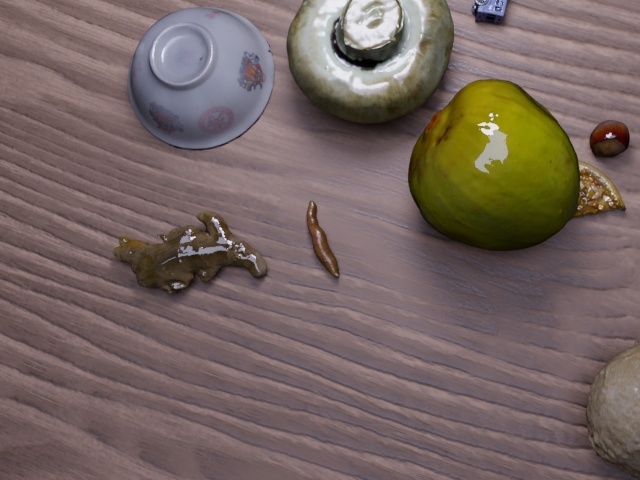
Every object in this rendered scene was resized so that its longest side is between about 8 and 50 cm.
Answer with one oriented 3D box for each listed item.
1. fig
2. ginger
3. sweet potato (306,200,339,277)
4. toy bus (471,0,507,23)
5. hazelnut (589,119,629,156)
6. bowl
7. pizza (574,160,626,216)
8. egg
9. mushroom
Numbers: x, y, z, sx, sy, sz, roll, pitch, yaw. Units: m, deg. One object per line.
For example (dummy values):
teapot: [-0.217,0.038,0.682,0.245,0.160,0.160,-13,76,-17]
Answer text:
fig: [0.349,-0.131,1.587,0.343,0.343,0.343,-1,82,7]
ginger: [-0.291,0.027,1.767,0.333,0.080,0.166,-10,93,9]
sweet potato: [0.000,0.000,1.752,0.044,0.044,0.179,-23,80,4]
toy bus: [0.379,-0.561,1.767,0.076,0.073,0.167,13,87,6]
hazelnut: [0.599,-0.212,1.689,0.086,0.086,0.086,-1,82,7]
bowl: [-0.284,-0.384,1.786,0.345,0.157,0.345,-1,81,8]
pizza: [0.539,-0.100,1.696,0.131,0.041,0.178,-40,79,2]
egg: [0.645,0.310,1.517,0.310,0.279,0.279,-42,79,15]
mushroom: [0.104,-0.410,1.687,0.352,0.260,0.352,0,87,4]
